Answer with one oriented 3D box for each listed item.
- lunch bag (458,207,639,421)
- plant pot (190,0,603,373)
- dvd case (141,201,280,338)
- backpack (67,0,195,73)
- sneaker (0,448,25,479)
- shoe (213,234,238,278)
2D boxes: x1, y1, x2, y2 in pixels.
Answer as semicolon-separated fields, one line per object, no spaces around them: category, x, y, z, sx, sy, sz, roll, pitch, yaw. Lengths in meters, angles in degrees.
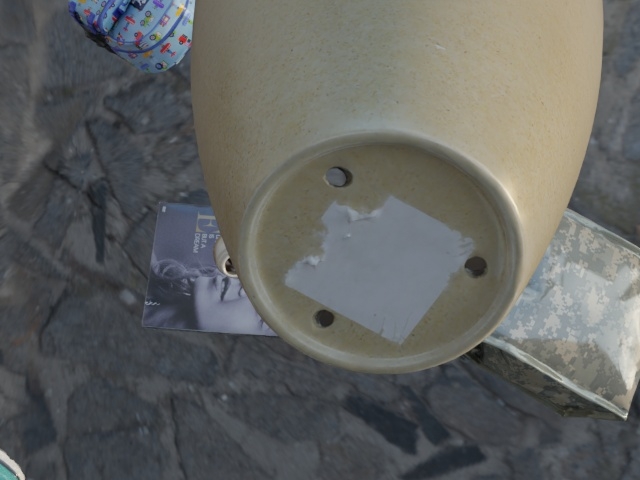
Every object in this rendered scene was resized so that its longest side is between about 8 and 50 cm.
lunch bag;0.311;0.086;1.623;0.287;0.169;0.235;31;73;-20
plant pot;0.038;-0.060;0.628;0.257;0.274;0.256;2;121;3
dvd case;-0.102;0.037;1.461;0.221;0.018;0.164;4;71;4
backpack;-0.247;-0.323;1.655;0.158;0.173;0.117;-52;141;-1
sneaker;-0.487;0.279;1.387;0.275;0.110;0.107;18;123;-25
shoe;0.000;0.000;1.179;0.219;0.058;0.076;-14;96;0
